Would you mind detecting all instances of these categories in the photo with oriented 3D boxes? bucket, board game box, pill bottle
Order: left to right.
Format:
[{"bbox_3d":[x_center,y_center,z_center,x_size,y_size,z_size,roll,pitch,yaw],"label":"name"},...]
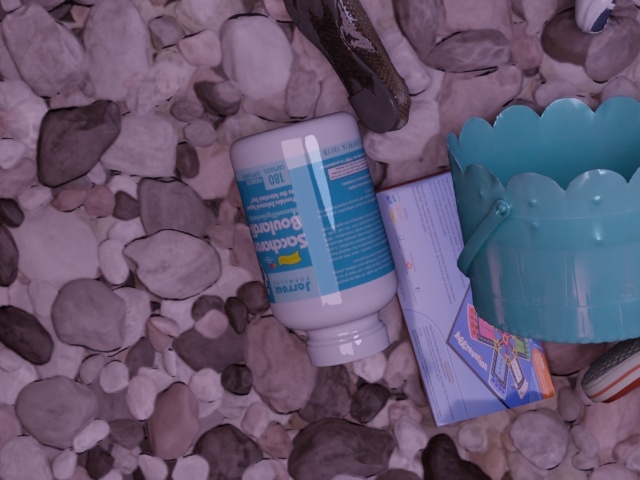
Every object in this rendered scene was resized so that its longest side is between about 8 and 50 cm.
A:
[{"bbox_3d":[0.000,0.000,1.435,0.146,0.146,0.264,-15,95,9],"label":"pill bottle"},{"bbox_3d":[0.161,0.061,1.483,0.145,0.027,0.281,-16,95,10],"label":"board game box"},{"bbox_3d":[0.265,-0.026,1.322,0.281,0.281,0.183,-3,110,8],"label":"bucket"}]

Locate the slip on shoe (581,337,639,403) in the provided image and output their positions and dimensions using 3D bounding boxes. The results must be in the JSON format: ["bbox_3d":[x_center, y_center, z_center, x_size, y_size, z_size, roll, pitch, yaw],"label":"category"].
[{"bbox_3d":[0.427,0.105,1.324,0.331,0.123,0.101,-20,90,1],"label":"slip on shoe"}]

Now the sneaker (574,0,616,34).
[{"bbox_3d":[0.250,-0.342,1.386,0.153,0.094,0.235,7,98,8],"label":"sneaker"}]

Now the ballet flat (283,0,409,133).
[{"bbox_3d":[0.030,-0.234,1.451,0.084,0.058,0.250,-33,86,45],"label":"ballet flat"}]
